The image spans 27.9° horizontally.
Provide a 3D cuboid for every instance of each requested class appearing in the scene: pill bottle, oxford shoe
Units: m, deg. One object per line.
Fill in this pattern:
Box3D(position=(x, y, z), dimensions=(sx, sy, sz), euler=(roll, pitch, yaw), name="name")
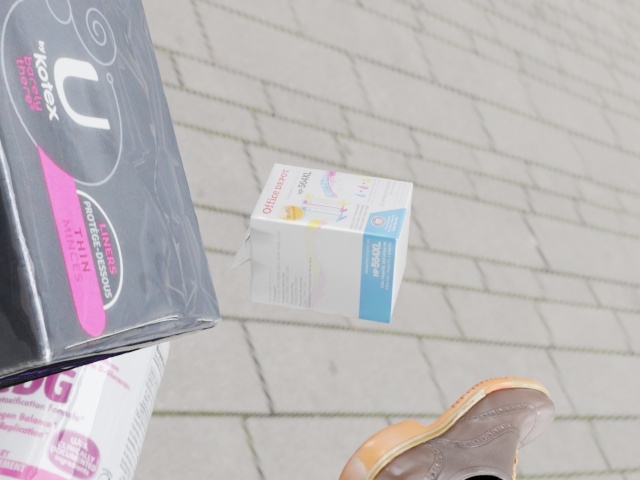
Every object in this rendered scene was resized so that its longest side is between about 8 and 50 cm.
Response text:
Box3D(position=(-0.218, 0.121, 1.081), dimensions=(0.160, 0.160, 0.283), euler=(36, 48, -30), name="pill bottle")
Box3D(position=(0.180, 0.263, 1.502), dimensions=(0.132, 0.130, 0.363), euler=(37, 36, 31), name="oxford shoe")

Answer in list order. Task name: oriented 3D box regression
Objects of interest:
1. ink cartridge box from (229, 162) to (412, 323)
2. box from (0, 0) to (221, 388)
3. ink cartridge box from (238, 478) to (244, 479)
Box3D(position=(0.000, 0.000, 1.105), dimensions=(0.143, 0.090, 0.092), euler=(9, 36, 8), name="ink cartridge box")
Box3D(position=(-0.204, -0.003, 0.542), dimensions=(0.143, 0.270, 0.165), euler=(-3, 77, -69), name="box")
Box3D(position=(-0.022, 0.351, 1.208), dimensions=(0.158, 0.092, 0.218), euler=(33, 19, -46), name="ink cartridge box")
